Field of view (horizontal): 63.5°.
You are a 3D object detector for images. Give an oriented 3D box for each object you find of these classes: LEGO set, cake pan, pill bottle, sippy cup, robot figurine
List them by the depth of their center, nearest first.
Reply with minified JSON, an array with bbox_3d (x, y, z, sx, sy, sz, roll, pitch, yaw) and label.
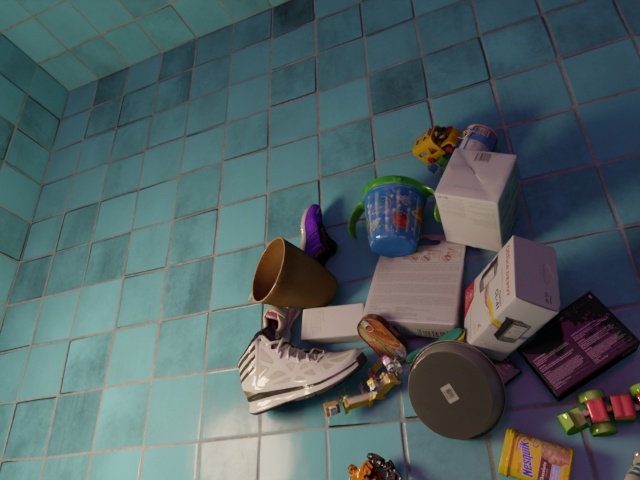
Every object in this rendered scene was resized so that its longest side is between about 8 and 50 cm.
[{"bbox_3d":[0.180,0.762,1.477,0.211,0.085,0.291,-45,54,-3],"label":"robot figurine"},{"bbox_3d":[0.379,0.437,1.491,0.293,0.054,0.294,2,94,34],"label":"cake pan"},{"bbox_3d":[0.134,0.457,1.650,0.287,0.132,0.107,-37,45,12],"label":"LEGO set"},{"bbox_3d":[0.255,-0.069,1.798,0.305,0.239,0.224,133,148,-56],"label":"sippy cup"},{"bbox_3d":[0.539,-0.295,1.855,0.124,0.124,0.222,20,74,33],"label":"pill bottle"}]

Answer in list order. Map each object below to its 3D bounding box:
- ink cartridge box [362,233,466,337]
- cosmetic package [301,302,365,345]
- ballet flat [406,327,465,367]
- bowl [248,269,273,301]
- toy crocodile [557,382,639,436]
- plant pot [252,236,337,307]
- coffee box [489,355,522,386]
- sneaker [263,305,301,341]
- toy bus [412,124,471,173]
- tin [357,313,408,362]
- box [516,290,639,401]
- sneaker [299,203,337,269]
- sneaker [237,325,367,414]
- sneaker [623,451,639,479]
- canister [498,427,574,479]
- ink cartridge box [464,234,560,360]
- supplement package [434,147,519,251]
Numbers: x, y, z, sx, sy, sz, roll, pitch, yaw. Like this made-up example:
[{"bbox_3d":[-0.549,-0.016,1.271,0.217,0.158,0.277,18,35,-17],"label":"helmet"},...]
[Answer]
[{"bbox_3d":[0.335,0.144,1.763,0.307,0.091,0.385,-1,47,26],"label":"ink cartridge box"},{"bbox_3d":[0.053,0.293,1.798,0.230,0.085,0.118,-7,61,21],"label":"cosmetic package"},{"bbox_3d":[0.367,0.343,1.586,0.231,0.077,0.077,-38,9,34],"label":"ballet flat"},{"bbox_3d":[-0.194,0.177,1.957,0.080,0.170,0.170,30,78,4],"label":"bowl"},{"bbox_3d":[0.794,0.435,1.341,0.340,0.105,0.115,-16,58,17],"label":"toy crocodile"},{"bbox_3d":[-0.077,0.142,1.823,0.237,0.254,0.237,-44,34,40],"label":"plant pot"},{"bbox_3d":[0.493,0.406,1.544,0.184,0.040,0.113,-41,53,1],"label":"coffee box"},{"bbox_3d":[-0.144,0.268,1.889,0.102,0.111,0.253,1,64,27],"label":"sneaker"},{"bbox_3d":[0.429,-0.369,1.909,0.202,0.104,0.191,-54,16,16],"label":"toy bus"},{"bbox_3d":[0.201,0.315,1.668,0.106,0.190,0.040,-40,7,34],"label":"tin"},{"bbox_3d":[0.715,0.298,1.457,0.261,0.103,0.184,-36,56,5],"label":"box"},{"bbox_3d":[0.000,0.001,1.977,0.146,0.102,0.294,-1,71,26],"label":"sneaker"},{"bbox_3d":[-0.087,0.386,1.708,0.447,0.169,0.258,-24,85,15],"label":"sneaker"},{"bbox_3d":[0.801,0.580,1.298,0.161,0.057,0.075,-34,37,8],"label":"sneaker"},{"bbox_3d":[0.578,0.590,1.384,0.169,0.073,0.126,9,68,28],"label":"canister"},{"bbox_3d":[0.529,0.168,1.464,0.131,0.306,0.226,17,50,-1],"label":"ink cartridge box"},{"bbox_3d":[0.515,-0.129,1.674,0.199,0.263,0.198,14,61,31],"label":"supplement package"}]
